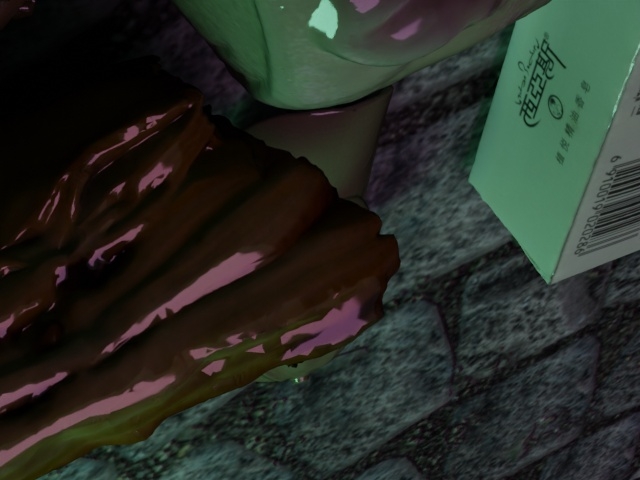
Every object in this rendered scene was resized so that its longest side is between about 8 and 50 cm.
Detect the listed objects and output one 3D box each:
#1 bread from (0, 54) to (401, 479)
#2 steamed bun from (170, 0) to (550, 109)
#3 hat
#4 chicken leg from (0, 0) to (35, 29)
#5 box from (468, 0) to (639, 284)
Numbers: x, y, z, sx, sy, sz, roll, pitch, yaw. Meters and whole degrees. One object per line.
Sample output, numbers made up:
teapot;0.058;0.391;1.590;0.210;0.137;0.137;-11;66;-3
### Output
bread;-0.141;0.016;0.869;0.324;0.167;0.277;-23;-173;-9
steamed bun;0.015;-0.203;0.687;0.247;0.236;0.383;-31;150;-9
hat;0.000;0.000;1.080;0.166;0.144;0.173;-17;168;-32
chicken leg;-0.171;-0.154;0.734;0.125;0.080;0.196;-5;141;-18
box;0.231;-0.123;1.130;0.203;0.116;0.274;-20;146;-24
